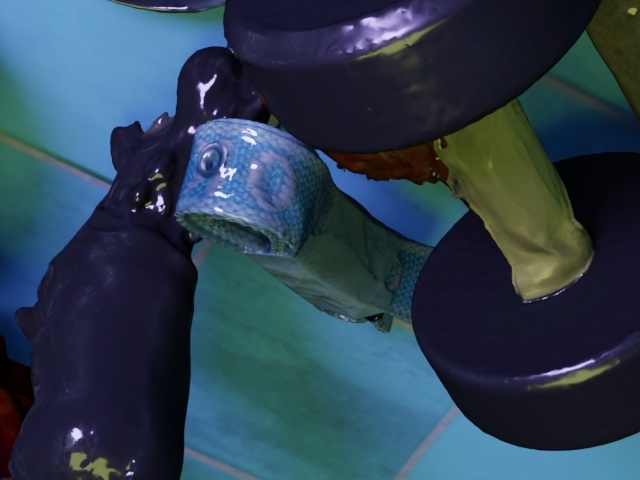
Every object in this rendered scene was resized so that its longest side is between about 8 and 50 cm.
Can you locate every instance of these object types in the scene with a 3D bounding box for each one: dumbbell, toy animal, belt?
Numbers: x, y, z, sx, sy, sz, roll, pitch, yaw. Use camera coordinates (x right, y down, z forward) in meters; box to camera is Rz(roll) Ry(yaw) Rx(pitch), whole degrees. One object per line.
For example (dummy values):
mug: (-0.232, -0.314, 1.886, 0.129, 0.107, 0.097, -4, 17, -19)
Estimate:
dumbbell: (0.104, -0.050, 0.824, 0.204, 0.203, 0.322, -16, 127, 24)
toy animal: (-0.133, 0.035, 0.976, 0.106, 0.343, 0.168, 25, 158, -31)
belt: (0.000, 0.000, 0.953, 0.087, 0.072, 0.302, 4, 165, 25)

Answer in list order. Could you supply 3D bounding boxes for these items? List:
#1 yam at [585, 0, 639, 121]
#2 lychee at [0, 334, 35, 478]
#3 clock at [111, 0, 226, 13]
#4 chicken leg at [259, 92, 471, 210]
yam: (0.219, -0.116, 0.893, 0.083, 0.083, 0.371, -21, 120, 27)
lychee: (-0.391, 0.229, 1.102, 0.500, 0.424, 0.424, 12, 133, 23)
clock: (-0.105, -0.218, 0.877, 0.185, 0.040, 0.184, 7, 144, 5)
chicken leg: (0.082, -0.059, 0.973, 0.304, 0.093, 0.113, 38, 115, -25)
